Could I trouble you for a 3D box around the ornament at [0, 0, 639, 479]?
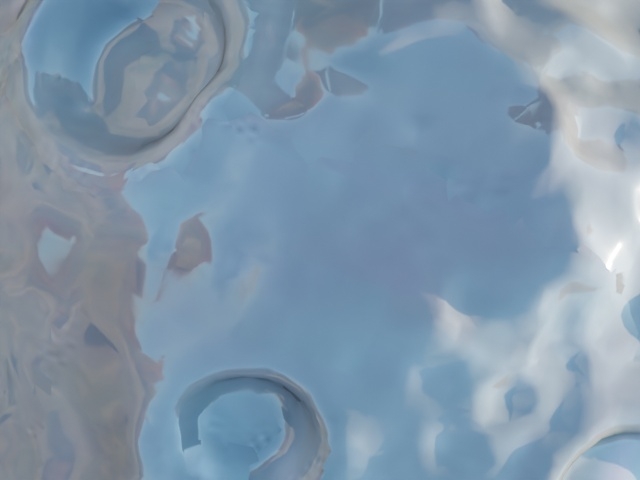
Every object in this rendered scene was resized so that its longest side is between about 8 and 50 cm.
[{"bbox_3d":[0.000,0.000,0.532,0.337,0.337,0.337,-6,102,-29],"label":"ornament"}]
